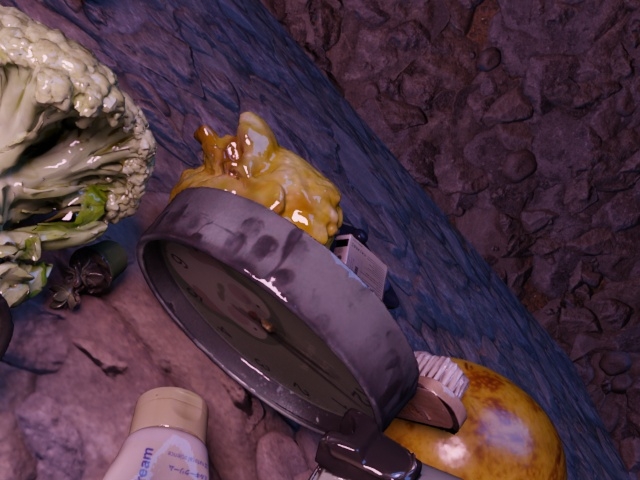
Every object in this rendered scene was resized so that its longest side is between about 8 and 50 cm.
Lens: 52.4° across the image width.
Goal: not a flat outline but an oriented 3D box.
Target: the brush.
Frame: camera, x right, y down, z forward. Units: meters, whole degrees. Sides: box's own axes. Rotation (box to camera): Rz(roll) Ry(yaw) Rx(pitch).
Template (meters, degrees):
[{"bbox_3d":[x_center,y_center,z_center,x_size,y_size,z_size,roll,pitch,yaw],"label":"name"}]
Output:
[{"bbox_3d":[0.055,0.160,0.772,0.065,0.327,0.070,-45,109,-28],"label":"brush"}]

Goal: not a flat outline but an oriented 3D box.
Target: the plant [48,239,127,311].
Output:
[{"bbox_3d":[-0.238,0.034,0.658,0.051,0.051,0.102,51,24,-7],"label":"plant"}]

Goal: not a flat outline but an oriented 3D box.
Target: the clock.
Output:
[{"bbox_3d":[-0.051,0.086,0.663,0.319,0.319,0.066,48,61,-15],"label":"clock"}]

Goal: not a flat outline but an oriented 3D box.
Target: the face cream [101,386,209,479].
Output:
[{"bbox_3d":[-0.133,0.232,0.533,0.114,0.070,0.224,25,33,-22],"label":"face cream"}]

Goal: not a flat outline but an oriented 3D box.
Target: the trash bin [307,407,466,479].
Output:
[{"bbox_3d":[0.105,0.312,0.538,0.262,0.277,0.217,16,20,23],"label":"trash bin"}]

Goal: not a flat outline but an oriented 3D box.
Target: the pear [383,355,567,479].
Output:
[{"bbox_3d":[0.173,0.284,0.850,0.281,0.281,0.281,45,21,-22],"label":"pear"}]

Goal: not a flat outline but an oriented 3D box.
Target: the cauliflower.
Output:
[{"bbox_3d":[-0.282,-0.061,0.548,0.272,0.275,0.250,145,-52,-81],"label":"cauliflower"}]

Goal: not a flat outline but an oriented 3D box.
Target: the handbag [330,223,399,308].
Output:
[{"bbox_3d":[0.000,0.000,1.176,0.325,0.118,0.269,31,28,-51],"label":"handbag"}]

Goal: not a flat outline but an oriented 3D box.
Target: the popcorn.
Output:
[{"bbox_3d":[-0.093,-0.027,0.836,0.192,0.233,0.266,-35,114,-65],"label":"popcorn"}]

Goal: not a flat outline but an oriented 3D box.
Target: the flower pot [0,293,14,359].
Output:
[{"bbox_3d":[-0.287,0.046,0.393,0.107,0.157,0.157,46,16,19],"label":"flower pot"}]

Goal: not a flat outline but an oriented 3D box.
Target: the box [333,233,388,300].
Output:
[{"bbox_3d":[0.047,0.125,1.026,0.129,0.033,0.247,41,53,-44],"label":"box"}]
